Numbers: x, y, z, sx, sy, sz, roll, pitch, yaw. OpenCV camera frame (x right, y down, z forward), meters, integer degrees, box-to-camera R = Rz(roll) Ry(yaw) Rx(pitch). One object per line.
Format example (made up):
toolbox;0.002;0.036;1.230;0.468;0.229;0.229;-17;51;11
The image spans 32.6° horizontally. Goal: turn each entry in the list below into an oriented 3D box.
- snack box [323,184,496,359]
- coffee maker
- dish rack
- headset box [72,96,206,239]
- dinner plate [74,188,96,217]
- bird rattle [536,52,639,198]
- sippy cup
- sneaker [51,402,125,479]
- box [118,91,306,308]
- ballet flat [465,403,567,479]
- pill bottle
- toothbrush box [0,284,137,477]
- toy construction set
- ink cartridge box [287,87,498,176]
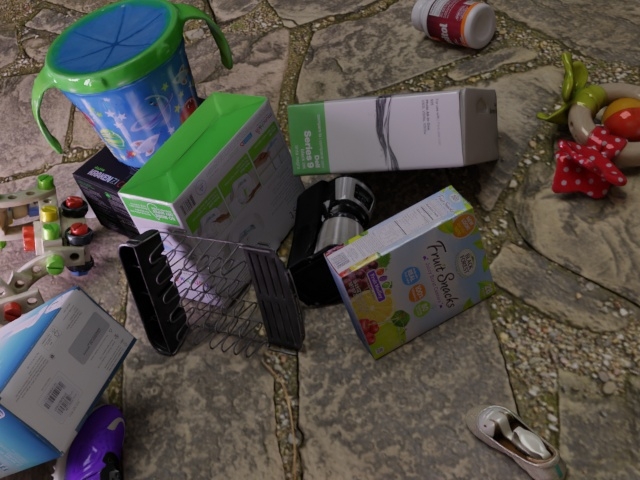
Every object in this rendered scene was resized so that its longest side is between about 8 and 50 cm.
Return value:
snack box;0.129;0.046;1.533;0.207;0.174;0.070;-30;41;-7
coffee maker;0.000;0.000;1.691;0.171;0.120;0.178;-10;40;16
dish rack;-0.154;0.085;1.611;0.271;0.208;0.074;8;39;31
headset box;-0.246;-0.127;1.945;0.246;0.131;0.283;23;56;41
dinner plate;-0.411;-0.096;2.080;0.141;0.017;0.141;-14;41;13
bird rattle;0.446;-0.179;1.682;0.206;0.143;0.253;-5;43;-4
sippy cup;-0.308;-0.252;1.833;0.305;0.224;0.240;-5;42;19
sneaker;-0.290;0.355;1.457;0.146;0.102;0.293;2;48;18
box;-0.158;-0.067;1.755;0.126;0.231;0.262;12;51;35
ballet flat;0.241;0.239;1.356;0.057;0.052;0.168;-38;41;-18
pill bottle;0.250;-0.417;2.070;0.152;0.086;0.086;23;57;42
toothbrush box;-0.430;0.215;1.554;0.295;0.126;0.216;-25;27;41
toy construction set;-0.511;0.001;1.911;0.215;0.151;0.328;-4;45;-15
ink cartridge box;0.122;-0.174;1.756;0.289;0.122;0.211;-1;7;25
